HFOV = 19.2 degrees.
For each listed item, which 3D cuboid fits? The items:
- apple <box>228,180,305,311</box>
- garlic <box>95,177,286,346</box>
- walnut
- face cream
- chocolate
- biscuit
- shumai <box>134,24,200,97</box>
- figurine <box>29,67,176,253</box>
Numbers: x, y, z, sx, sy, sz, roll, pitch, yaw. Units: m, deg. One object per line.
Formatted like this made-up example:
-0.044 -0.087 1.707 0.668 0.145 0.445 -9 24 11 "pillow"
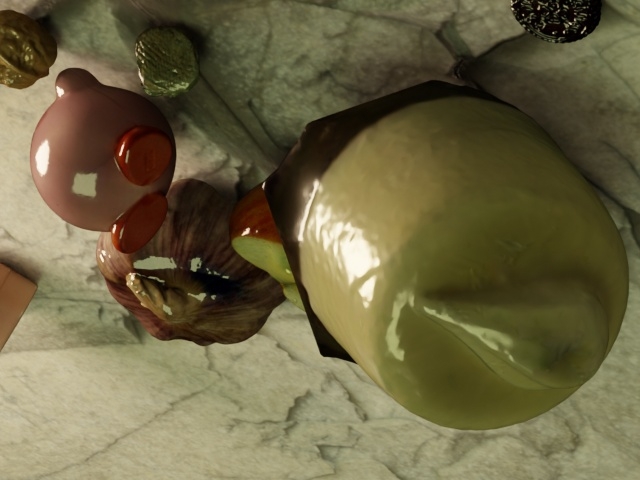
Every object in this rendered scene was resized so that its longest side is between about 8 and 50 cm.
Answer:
0.000 0.000 2.108 0.173 0.160 0.195 -22 122 41 "apple"
-0.153 0.042 2.251 0.245 0.160 0.245 8 139 7 "garlic"
-0.340 -0.212 2.106 0.079 0.082 0.096 -41 121 20 "walnut"
-0.455 0.096 2.500 0.104 0.149 0.149 32 144 -8 "face cream"
0.135 0.035 1.875 0.326 0.297 0.314 -16 117 1 "chocolate"
0.226 -0.225 1.808 0.087 0.027 0.089 19 145 6 "biscuit"
-0.160 -0.189 2.060 0.083 0.082 0.080 28 -176 16 "shumai"
-0.247 -0.095 2.128 0.173 0.173 0.173 16 143 12 "figurine"
